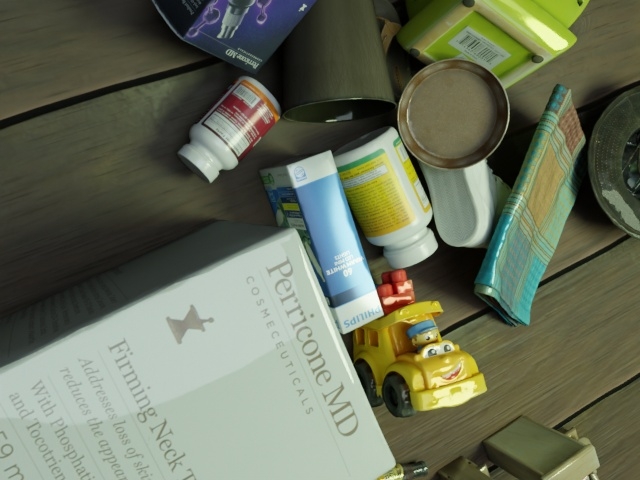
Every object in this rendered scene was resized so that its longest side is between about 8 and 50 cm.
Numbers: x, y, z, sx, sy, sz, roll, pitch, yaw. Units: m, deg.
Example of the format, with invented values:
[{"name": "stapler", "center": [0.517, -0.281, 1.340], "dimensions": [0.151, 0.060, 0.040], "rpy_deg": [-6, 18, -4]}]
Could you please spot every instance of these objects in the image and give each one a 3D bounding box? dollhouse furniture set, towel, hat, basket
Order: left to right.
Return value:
[{"name": "basket", "center": [0.015, -0.303, 0.941], "dimensions": [0.204, 0.154, 0.226], "rpy_deg": [-10, 92, -53]}, {"name": "towel", "center": [0.381, -0.043, 1.099], "dimensions": [0.271, 0.040, 0.370], "rpy_deg": [33, 79, -54]}, {"name": "dollhouse furniture set", "center": [0.425, 0.529, 1.152], "dimensions": [0.303, 0.174, 0.355], "rpy_deg": [-24, 102, -19]}, {"name": "hat", "center": [0.643, -0.129, 1.220], "dimensions": [0.331, 0.134, 0.331], "rpy_deg": [1, 83, -6]}]

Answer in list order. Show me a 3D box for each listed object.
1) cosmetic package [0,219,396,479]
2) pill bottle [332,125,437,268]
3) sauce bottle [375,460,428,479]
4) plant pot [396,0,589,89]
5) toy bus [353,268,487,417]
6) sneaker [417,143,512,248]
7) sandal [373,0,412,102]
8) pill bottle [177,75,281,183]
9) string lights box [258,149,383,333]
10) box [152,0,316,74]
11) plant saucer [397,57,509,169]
[{"name": "cosmetic package", "center": [-0.192, 0.198, 0.794], "dimensions": [0.394, 0.327, 0.329], "rpy_deg": [-27, 103, -20]}, {"name": "pill bottle", "center": [0.108, -0.065, 1.013], "dimensions": [0.118, 0.117, 0.208], "rpy_deg": [-32, 105, -17]}, {"name": "sauce bottle", "center": [0.125, 0.408, 1.092], "dimensions": [0.128, 0.042, 0.042], "rpy_deg": [-7, 96, -24]}, {"name": "plant pot", "center": [0.262, -0.363, 0.971], "dimensions": [0.228, 0.227, 0.207], "rpy_deg": [28, 65, -19]}, {"name": "toy bus", "center": [0.137, 0.152, 0.991], "dimensions": [0.150, 0.220, 0.211], "rpy_deg": [-8, 90, -25]}, {"name": "sneaker", "center": [0.253, -0.122, 1.088], "dimensions": [0.169, 0.108, 0.292], "rpy_deg": [10, 70, -49]}, {"name": "sandal", "center": [0.118, -0.317, 1.037], "dimensions": [0.072, 0.049, 0.180], "rpy_deg": [-22, 102, -20]}, {"name": "pill bottle", "center": [-0.135, -0.160, 0.924], "dimensions": [0.086, 0.086, 0.152], "rpy_deg": [45, 78, -19]}, {"name": "string lights box", "center": [0.000, 0.000, 0.963], "dimensions": [0.077, 0.133, 0.259], "rpy_deg": [-23, 101, -20]}, {"name": "box", "center": [-0.095, -0.346, 0.831], "dimensions": [0.207, 0.108, 0.153], "rpy_deg": [-46, 153, 22]}, {"name": "plant saucer", "center": [0.203, -0.194, 0.974], "dimensions": [0.169, 0.029, 0.168], "rpy_deg": [1, 105, 5]}]
